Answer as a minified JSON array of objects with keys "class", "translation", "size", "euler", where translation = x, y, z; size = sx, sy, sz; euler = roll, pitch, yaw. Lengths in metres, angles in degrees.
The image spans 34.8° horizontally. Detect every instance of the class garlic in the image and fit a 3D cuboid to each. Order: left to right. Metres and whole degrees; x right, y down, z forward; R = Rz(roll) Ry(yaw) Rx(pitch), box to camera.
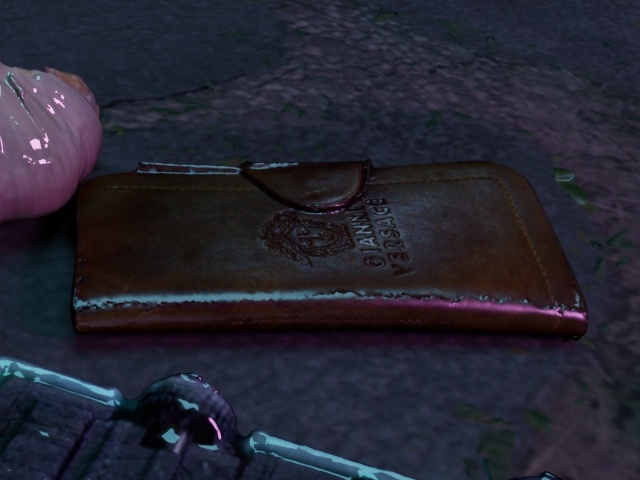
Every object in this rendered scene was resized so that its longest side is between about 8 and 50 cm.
[{"class":"garlic","translation":[-0.152,-0.049,0.516],"size":[0.074,0.094,0.113],"euler":[31,45,2]}]

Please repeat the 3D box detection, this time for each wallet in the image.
[{"class":"wallet","translation":[0.000,0.000,0.531],"size":[0.255,0.031,0.137],"euler":[0,39,-12]}]

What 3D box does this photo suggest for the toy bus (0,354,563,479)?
[{"class":"toy bus","translation":[0.002,0.118,0.316],"size":[0.261,0.109,0.091],"euler":[16,36,5]}]
